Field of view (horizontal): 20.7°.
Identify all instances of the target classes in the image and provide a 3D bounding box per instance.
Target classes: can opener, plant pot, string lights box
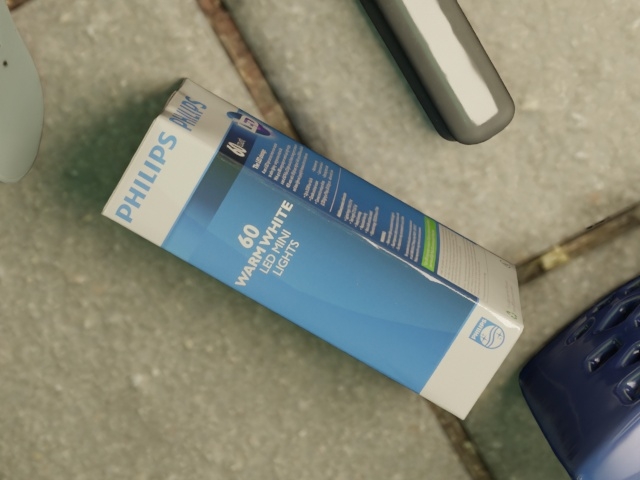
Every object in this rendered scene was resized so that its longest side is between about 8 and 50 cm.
[{"bbox_3d":[0.014,-0.174,1.104,0.095,0.076,0.283,-32,101,-5],"label":"can opener"},{"bbox_3d":[0.289,0.110,1.097,0.236,0.236,0.212,40,97,-8],"label":"plant pot"},{"bbox_3d":[0.000,0.000,1.129,0.260,0.133,0.077,30,106,-4],"label":"string lights box"}]

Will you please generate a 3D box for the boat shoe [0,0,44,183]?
[{"bbox_3d":[-0.242,-0.126,1.152,0.083,0.065,0.183,10,126,32],"label":"boat shoe"}]
